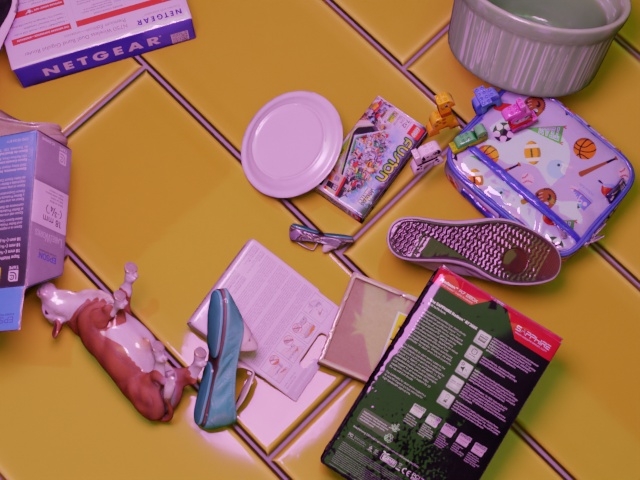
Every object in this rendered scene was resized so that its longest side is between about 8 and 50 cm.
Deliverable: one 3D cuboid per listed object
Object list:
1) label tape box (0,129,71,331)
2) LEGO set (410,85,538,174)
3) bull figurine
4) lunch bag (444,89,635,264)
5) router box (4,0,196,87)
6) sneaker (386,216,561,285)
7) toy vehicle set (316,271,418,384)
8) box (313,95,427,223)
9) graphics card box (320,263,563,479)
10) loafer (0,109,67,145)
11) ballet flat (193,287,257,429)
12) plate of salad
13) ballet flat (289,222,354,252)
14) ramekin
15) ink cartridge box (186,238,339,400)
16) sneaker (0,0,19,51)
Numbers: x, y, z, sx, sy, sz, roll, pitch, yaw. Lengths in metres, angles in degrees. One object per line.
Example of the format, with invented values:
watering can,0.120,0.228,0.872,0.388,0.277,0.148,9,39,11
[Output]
label tape box,-0.550,0.003,1.713,0.240,0.106,0.334,-6,73,20
LEGO set,0.239,-0.208,1.734,0.227,0.093,0.087,-24,63,3
bull figurine,-0.325,0.155,1.691,0.310,0.188,0.101,46,41,3
lunch bag,0.377,-0.109,1.798,0.303,0.115,0.243,42,80,11
router box,-0.432,-0.471,1.900,0.335,0.082,0.301,-17,75,-6
sneaker,0.257,0.011,1.749,0.290,0.123,0.106,12,87,4
toy vehicle set,0.146,0.180,1.741,0.266,0.035,0.166,23,75,2
box,0.088,-0.144,1.840,0.114,0.036,0.207,34,76,8
graphics card box,0.190,0.256,1.655,0.232,0.094,0.371,31,83,3
loafer,-0.575,-0.200,1.810,0.268,0.102,0.092,3,80,1
ballet flat,-0.148,0.190,1.683,0.087,0.083,0.247,3,107,-23
plate of salad,-0.048,-0.167,1.825,0.199,0.048,0.200,-7,71,23
ballet flat,0.000,0.000,1.801,0.114,0.041,0.041,12,74,3
ramekin,0.366,-0.380,1.797,0.303,0.148,0.303,7,42,-6
ink cartridge box,-0.085,0.135,1.761,0.224,0.056,0.181,39,76,-10
sneaker,-0.601,-0.378,1.763,0.107,0.124,0.283,1,72,17
